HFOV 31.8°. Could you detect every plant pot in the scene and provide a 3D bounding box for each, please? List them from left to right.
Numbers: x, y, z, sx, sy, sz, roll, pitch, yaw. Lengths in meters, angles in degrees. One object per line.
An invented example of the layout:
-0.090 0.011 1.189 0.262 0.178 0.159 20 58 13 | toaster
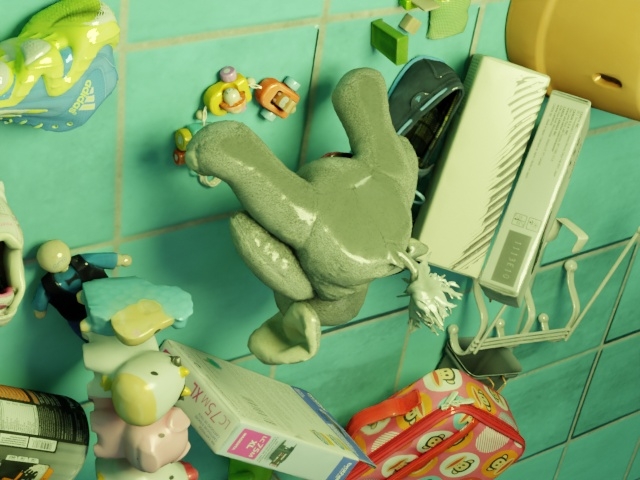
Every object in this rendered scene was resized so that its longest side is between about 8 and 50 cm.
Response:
0.422 -0.284 1.485 0.291 0.203 0.290 -22 134 -25 | plant pot

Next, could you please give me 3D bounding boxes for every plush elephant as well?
0.000 0.000 1.330 0.272 0.330 0.255 -34 176 -33 | plush elephant

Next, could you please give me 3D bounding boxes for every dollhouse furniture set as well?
0.139 -0.266 1.377 0.152 0.058 0.076 -21 134 -25 | dollhouse furniture set

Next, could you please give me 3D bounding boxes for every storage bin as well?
0.252 0.224 1.845 0.135 0.098 0.091 1 132 -39 | storage bin

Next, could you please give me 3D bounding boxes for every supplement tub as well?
-0.376 0.226 1.310 0.190 0.117 0.117 21 108 -46 | supplement tub

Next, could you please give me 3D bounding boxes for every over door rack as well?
0.366 0.054 1.762 0.240 0.108 0.324 -4 145 -37 | over door rack

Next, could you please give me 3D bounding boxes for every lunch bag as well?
0.148 0.323 1.768 0.293 0.120 0.258 -39 132 20 | lunch bag

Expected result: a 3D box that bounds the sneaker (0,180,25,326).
-0.373 0.058 1.180 0.103 0.111 0.252 -6 126 -36 | sneaker

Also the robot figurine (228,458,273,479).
-0.098 0.319 1.647 0.101 0.067 0.115 -40 149 -55 | robot figurine

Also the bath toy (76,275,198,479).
-0.208 0.205 1.323 0.129 0.151 0.348 -6 127 -13 | bath toy

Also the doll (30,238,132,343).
-0.272 0.060 1.313 0.129 0.046 0.189 -35 136 -5 | doll

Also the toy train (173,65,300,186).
-0.092 -0.131 1.306 0.166 0.046 0.125 -50 138 4 | toy train

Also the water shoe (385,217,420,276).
0.138 0.013 1.591 0.203 0.073 0.080 -28 141 -16 | water shoe

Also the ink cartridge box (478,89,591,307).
0.297 -0.041 1.548 0.239 0.060 0.275 39 72 -74 | ink cartridge box

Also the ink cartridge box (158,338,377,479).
-0.073 0.242 1.516 0.311 0.186 0.065 26 101 -48 | ink cartridge box

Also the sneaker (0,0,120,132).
-0.295 -0.138 1.102 0.240 0.091 0.126 -30 137 -19 | sneaker

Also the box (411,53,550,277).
0.203 -0.099 1.464 0.094 0.113 0.275 18 102 -2 | box

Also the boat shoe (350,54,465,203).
0.099 -0.110 1.446 0.109 0.089 0.258 -1 122 -39 | boat shoe

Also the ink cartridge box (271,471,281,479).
-0.119 0.488 1.718 0.172 0.100 0.237 -23 125 -24 | ink cartridge box
